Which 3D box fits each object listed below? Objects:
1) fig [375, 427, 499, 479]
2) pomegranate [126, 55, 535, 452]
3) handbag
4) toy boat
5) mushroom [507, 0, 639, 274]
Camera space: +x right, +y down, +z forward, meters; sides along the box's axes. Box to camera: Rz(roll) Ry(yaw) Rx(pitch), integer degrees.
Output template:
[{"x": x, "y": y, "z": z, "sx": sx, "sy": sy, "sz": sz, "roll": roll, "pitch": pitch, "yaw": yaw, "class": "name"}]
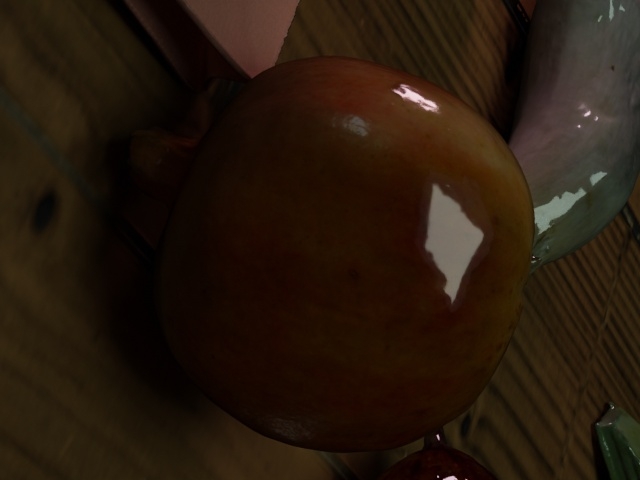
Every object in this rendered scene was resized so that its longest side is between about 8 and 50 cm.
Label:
[{"x": 0.097, "y": 0.224, "z": 1.269, "sx": 0.149, "sy": 0.148, "sz": 0.202, "roll": 39, "pitch": 66, "yaw": -9, "class": "fig"}, {"x": 0.000, "y": 0.000, "z": 1.071, "sx": 0.229, "sy": 0.270, "sz": 0.252, "roll": -79, "pitch": -172, "yaw": -62, "class": "pomegranate"}, {"x": -0.064, "y": -0.220, "z": 1.117, "sx": 0.157, "sy": 0.059, "sz": 0.212, "roll": 49, "pitch": 50, "yaw": -45, "class": "handbag"}, {"x": 0.339, "y": 0.302, "z": 1.714, "sx": 0.093, "sy": 0.055, "sz": 0.293, "roll": -45, "pitch": 126, "yaw": -49, "class": "toy boat"}, {"x": 0.214, "y": -0.102, "z": 1.472, "sx": 0.177, "sy": 0.126, "sz": 0.397, "roll": 43, "pitch": 55, "yaw": -35, "class": "mushroom"}]
